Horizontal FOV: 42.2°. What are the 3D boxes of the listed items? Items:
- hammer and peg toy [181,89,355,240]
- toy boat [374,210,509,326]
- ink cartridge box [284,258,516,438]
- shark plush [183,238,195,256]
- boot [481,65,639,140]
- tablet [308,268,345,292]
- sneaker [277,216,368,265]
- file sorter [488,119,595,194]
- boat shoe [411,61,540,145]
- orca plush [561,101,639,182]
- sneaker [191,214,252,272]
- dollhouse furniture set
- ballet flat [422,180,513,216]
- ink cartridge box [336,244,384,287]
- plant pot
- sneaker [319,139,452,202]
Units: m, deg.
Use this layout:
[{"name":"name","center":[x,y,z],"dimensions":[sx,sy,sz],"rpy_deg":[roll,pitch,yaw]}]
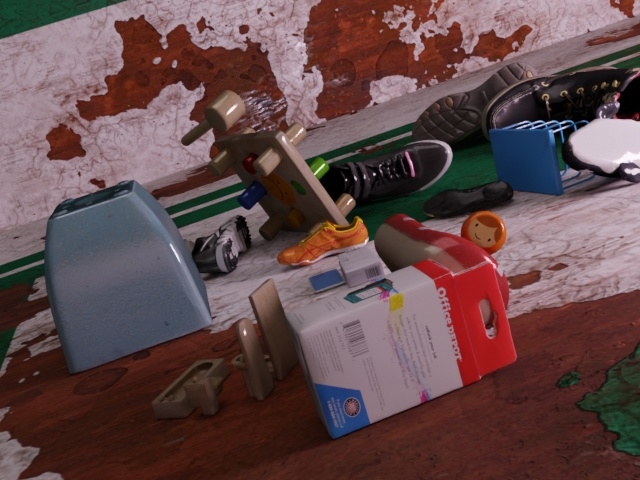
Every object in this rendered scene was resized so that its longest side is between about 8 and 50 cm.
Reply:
[{"name":"hammer and peg toy","center":[-0.111,-0.154,1.658],"dimensions":[0.127,0.361,0.266],"rpy_deg":[-48,27,-23]},{"name":"toy boat","center":[0.179,0.019,1.087],"dimensions":[0.151,0.151,0.231],"rpy_deg":[-39,19,-3]},{"name":"ink cartridge box","center":[0.091,0.111,0.938],"dimensions":[0.231,0.134,0.078],"rpy_deg":[-20,15,-10]},{"name":"shark plush","center":[-0.300,0.028,1.794],"dimensions":[0.067,0.073,0.161],"rpy_deg":[-47,20,6]},{"name":"boot","center":[0.572,-0.298,1.823],"dimensions":[0.377,0.138,0.284],"rpy_deg":[-15,15,-12]},{"name":"tablet","center":[0.010,0.068,1.404],"dimensions":[0.054,0.006,0.083],"rpy_deg":[-19,15,-3]},{"name":"sneaker","center":[0.000,0.000,1.536],"dimensions":[0.175,0.067,0.064],"rpy_deg":[-20,17,-2]},{"name":"file sorter","center":[0.416,-0.162,1.550],"dimensions":[0.104,0.118,0.170],"rpy_deg":[-21,16,-22]},{"name":"boat shoe","center":[0.399,-0.308,2.074],"dimensions":[0.355,0.132,0.130],"rpy_deg":[-23,-28,31]},{"name":"orca plush","center":[0.539,-0.169,1.477],"dimensions":[0.287,0.151,0.102],"rpy_deg":[-27,-13,-22]},{"name":"sneaker","center":[-0.210,0.008,1.711],"dimensions":[0.106,0.078,0.234],"rpy_deg":[-12,19,12]},{"name":"dollhouse furniture set","center":[-0.139,0.142,1.095],"dimensions":[0.151,0.123,0.144],"rpy_deg":[-8,18,29]},{"name":"ballet flat","center":[0.274,-0.070,1.546],"dimensions":[0.173,0.049,0.057],"rpy_deg":[-12,59,24]},{"name":"ink cartridge box","center":[0.066,0.041,1.395],"dimensions":[0.062,0.029,0.115],"rpy_deg":[-19,15,-2]},{"name":"plant pot","center":[-0.350,0.039,1.439],"dimensions":[0.247,0.252,0.247],"rpy_deg":[-19,15,-6]},{"name":"sneaker","center":[0.125,-0.135,1.738],"dimensions":[0.295,0.105,0.147],"rpy_deg":[-17,-2,27]}]
